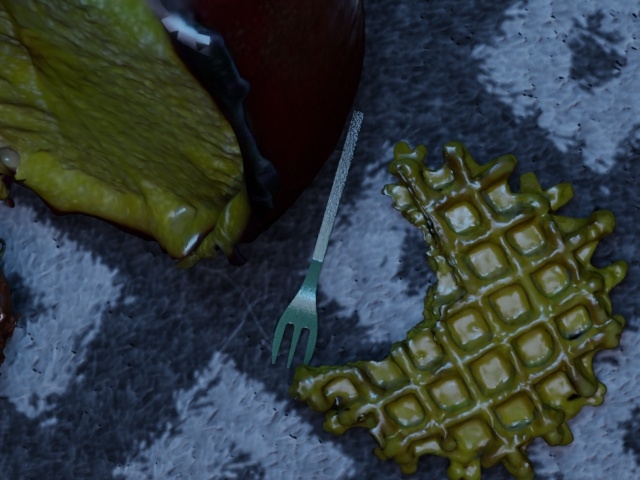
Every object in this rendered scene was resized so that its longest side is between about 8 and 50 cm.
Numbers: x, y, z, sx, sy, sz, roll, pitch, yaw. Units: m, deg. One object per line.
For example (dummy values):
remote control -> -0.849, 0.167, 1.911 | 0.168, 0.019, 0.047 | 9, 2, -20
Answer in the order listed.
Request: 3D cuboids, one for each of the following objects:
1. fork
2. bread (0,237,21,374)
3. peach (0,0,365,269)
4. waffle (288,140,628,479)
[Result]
fork -> 0.000, 0.000, 1.635 | 0.039, 0.021, 0.235 | 15, 96, 0
bread -> -0.370, 0.063, 1.590 | 0.224, 0.142, 0.212 | -13, 115, 14
peach -> -0.144, -0.166, 1.441 | 0.339, 0.416, 0.353 | 15, 96, 9
waffle -> 0.133, 0.072, 1.605 | 0.260, 0.069, 0.293 | 21, 96, -1
